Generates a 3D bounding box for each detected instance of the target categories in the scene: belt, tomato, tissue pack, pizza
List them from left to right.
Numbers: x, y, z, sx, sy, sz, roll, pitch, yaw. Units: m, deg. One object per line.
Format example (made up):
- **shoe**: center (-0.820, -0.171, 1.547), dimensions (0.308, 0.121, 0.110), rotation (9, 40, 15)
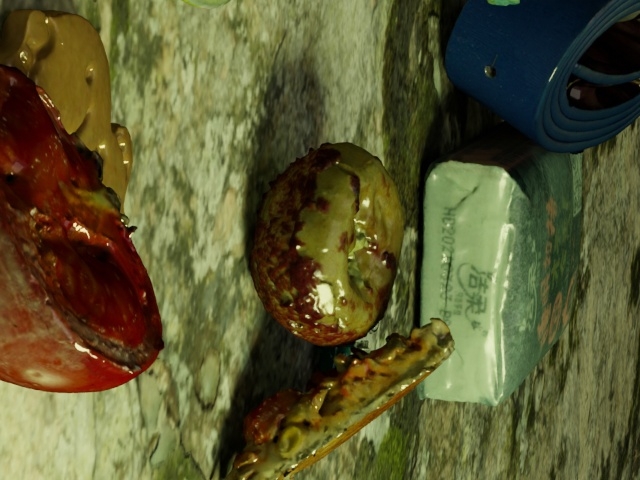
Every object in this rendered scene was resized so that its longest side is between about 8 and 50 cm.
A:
- **tomato**: center (-0.148, 0.004, 0.830), dimensions (0.159, 0.091, 0.139), rotation (66, 15, -6)
- **pizza**: center (-0.001, 0.119, 1.270), dimensions (0.193, 0.053, 0.201), rotation (-27, 168, -48)
- **tissue pack**: center (0.180, 0.010, 1.749), dimensions (0.315, 0.103, 0.228), rotation (-31, 123, -67)
- **belt**: center (0.246, -0.198, 1.702), dimensions (0.347, 0.117, 0.212), rotation (-11, 133, -60)

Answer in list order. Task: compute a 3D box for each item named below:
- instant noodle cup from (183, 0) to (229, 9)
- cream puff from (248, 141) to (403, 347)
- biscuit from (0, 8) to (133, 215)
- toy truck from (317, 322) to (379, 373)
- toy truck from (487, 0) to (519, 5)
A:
- **instant noodle cup**: center (0.026, -0.255, 1.059), dimensions (0.264, 0.200, 0.264), rotation (9, 90, -70)
- **cream puff**: center (0.000, 0.000, 1.256), dimensions (0.149, 0.084, 0.149), rotation (5, 90, -67)
- **biscuit**: center (-0.132, -0.037, 0.951), dimensions (0.133, 0.027, 0.184), rotation (-39, 133, -61)
- **toy truck**: center (0.017, 0.090, 1.408), dimensions (0.044, 0.039, 0.083), rotation (4, 95, -57)
- **toy truck**: center (0.153, -0.338, 1.457), dimensions (0.155, 0.156, 0.279), rotation (45, 54, -67)
